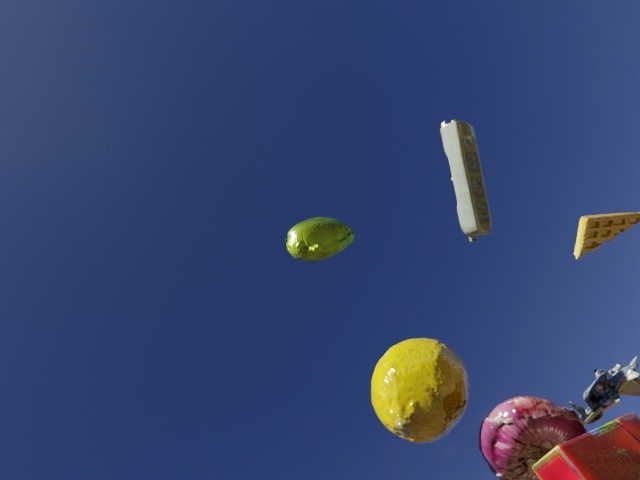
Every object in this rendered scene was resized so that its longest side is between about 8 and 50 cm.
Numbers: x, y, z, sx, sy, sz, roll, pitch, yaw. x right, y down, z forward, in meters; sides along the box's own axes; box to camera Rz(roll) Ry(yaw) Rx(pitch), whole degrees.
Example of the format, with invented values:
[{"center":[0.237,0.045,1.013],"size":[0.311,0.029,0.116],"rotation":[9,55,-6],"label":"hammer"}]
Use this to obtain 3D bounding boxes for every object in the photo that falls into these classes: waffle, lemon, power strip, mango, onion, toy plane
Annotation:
[{"center":[0.764,-0.015,1.061],"size":[0.190,0.032,0.125],"rotation":[-3,-71,-1],"label":"waffle"},{"center":[0.255,0.385,1.065],"size":[0.310,0.253,0.254],"rotation":[-19,-67,-56],"label":"lemon"},{"center":[0.335,-0.139,0.936],"size":[0.080,0.048,0.286],"rotation":[-5,-96,-36],"label":"power strip"},{"center":[0.000,0.000,1.047],"size":[0.178,0.119,0.100],"rotation":[-11,-34,-12],"label":"mango"},{"center":[0.473,0.444,0.941],"size":[0.229,0.163,0.230],"rotation":[-1,-72,-4],"label":"onion"},{"center":[0.683,0.390,1.013],"size":[0.192,0.088,0.262],"rotation":[-16,-34,-52],"label":"toy plane"}]

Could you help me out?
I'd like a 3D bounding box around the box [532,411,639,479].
[{"center":[0.572,0.453,0.754],"size":[0.313,0.197,0.089],"rotation":[3,-54,-33],"label":"box"}]
